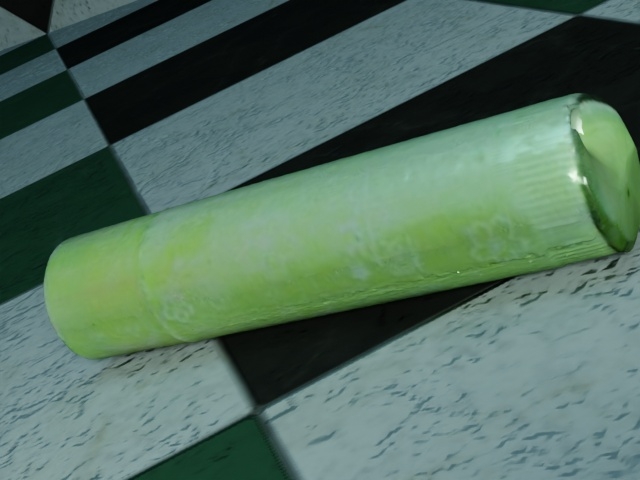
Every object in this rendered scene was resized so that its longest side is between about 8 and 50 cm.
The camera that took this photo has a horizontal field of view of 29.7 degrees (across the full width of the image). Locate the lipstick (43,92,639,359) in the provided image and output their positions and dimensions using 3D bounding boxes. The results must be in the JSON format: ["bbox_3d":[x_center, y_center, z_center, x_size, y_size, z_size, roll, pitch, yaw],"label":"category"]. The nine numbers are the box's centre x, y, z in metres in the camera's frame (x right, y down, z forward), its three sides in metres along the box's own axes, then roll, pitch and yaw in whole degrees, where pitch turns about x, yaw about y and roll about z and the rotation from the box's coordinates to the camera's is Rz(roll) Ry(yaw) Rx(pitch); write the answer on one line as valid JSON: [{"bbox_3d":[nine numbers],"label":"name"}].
[{"bbox_3d":[0.000,0.000,0.581,0.304,0.076,0.076,-13,22,29],"label":"lipstick"}]
